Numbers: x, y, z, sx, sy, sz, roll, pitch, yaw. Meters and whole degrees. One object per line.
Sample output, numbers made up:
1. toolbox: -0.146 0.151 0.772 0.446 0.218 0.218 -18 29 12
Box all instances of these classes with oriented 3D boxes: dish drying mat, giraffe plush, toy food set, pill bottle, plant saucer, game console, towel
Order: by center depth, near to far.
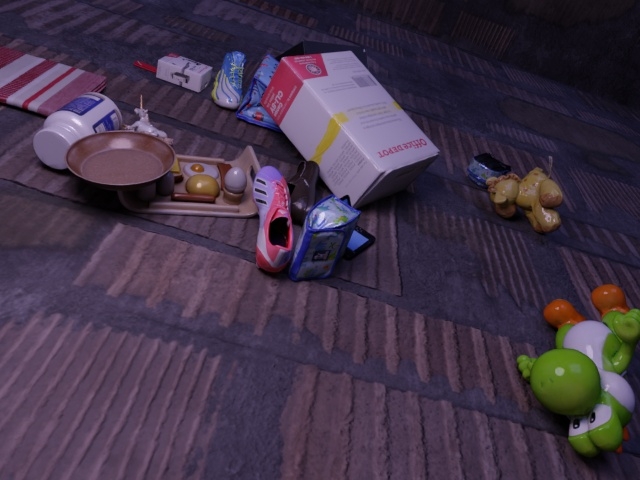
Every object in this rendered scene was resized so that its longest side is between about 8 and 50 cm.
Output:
1. plant saucer: -0.379 -0.149 1.011 0.199 0.036 0.198 7 39 -5
2. pill bottle: -0.502 -0.225 1.094 0.112 0.112 0.186 19 34 -3
3. toy food set: -0.277 -0.154 1.129 0.306 0.092 0.219 3 39 -25
4. game console: 0.062 -0.031 1.154 0.107 0.071 0.122 34 37 20
5. towel: -0.720 -0.383 1.268 0.329 0.037 0.237 16 37 -4
6. giraffe plush: 0.552 -0.121 1.461 0.171 0.210 0.181 -5 3 4
7. dish drying mat: -0.513 -0.518 1.578 0.083 0.008 0.032 19 34 -2

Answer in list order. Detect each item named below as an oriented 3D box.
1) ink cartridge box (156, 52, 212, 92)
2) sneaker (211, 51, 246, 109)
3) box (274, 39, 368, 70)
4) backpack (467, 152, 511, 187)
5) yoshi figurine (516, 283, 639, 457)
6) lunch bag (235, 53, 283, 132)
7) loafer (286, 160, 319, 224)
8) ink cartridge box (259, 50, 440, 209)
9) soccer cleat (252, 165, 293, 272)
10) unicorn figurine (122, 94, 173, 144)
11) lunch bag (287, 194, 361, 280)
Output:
1. ink cartridge box: -0.402 -0.499 1.567 0.135 0.056 0.099 19 34 -1
2. sneaker: -0.267 -0.483 1.553 0.091 0.126 0.240 8 36 -18
3. box: 0.004 -0.586 1.778 0.261 0.103 0.184 -8 1 -35
4. backpack: 0.504 -0.211 1.612 0.105 0.084 0.114 41 34 27
5. yoshi figurine: 0.471 0.206 0.956 0.203 0.203 0.362 14 34 18
6. lunch bag: -0.073 -0.387 1.550 0.293 0.138 0.221 27 33 -13
7. loafer: -0.050 -0.123 1.213 0.078 0.080 0.220 15 35 -10
8. ink cartridge box: 0.076 -0.289 1.353 0.279 0.160 0.384 -24 71 -45
9. soccer cleat: -0.086 -0.055 1.032 0.083 0.095 0.248 13 55 -23
10. unicorn figurine: -0.416 -0.264 1.248 0.162 0.060 0.111 42 31 5
11. lunch bag: 0.000 0.000 1.030 0.096 0.128 0.151 33 36 18
